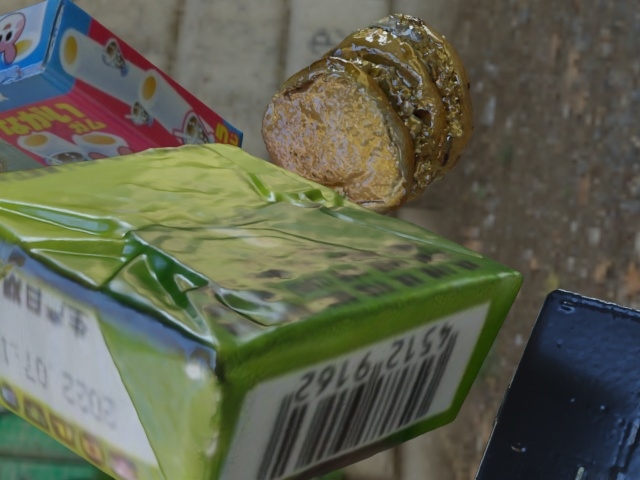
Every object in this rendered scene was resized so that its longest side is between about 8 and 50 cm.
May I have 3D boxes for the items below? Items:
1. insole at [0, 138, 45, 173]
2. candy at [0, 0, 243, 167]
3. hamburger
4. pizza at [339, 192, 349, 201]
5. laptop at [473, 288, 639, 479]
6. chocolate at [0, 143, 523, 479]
[{"bbox_3d":[-0.386,-0.121,2.017,0.348,0.119,0.009,27,139,64],"label":"insole"},{"bbox_3d":[-0.239,-0.134,1.603,0.306,0.157,0.100,35,-124,-45],"label":"candy"},{"bbox_3d":[0.072,-0.158,1.868,0.211,0.245,0.260,-28,-44,-43],"label":"hamburger"},{"bbox_3d":[0.000,0.000,1.460,0.026,0.123,0.109,27,88,47],"label":"pizza"},{"bbox_3d":[0.201,0.143,1.104,0.207,0.154,0.026,-66,-31,-14],"label":"laptop"},{"bbox_3d":[-0.070,0.047,0.981,0.301,0.288,0.137,-11,-61,-48],"label":"chocolate"}]
